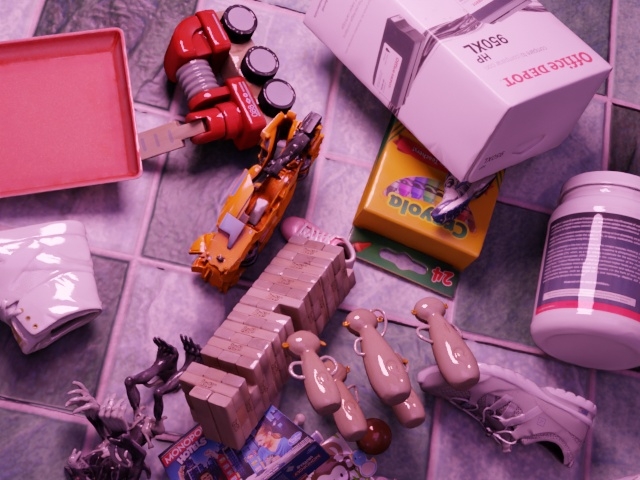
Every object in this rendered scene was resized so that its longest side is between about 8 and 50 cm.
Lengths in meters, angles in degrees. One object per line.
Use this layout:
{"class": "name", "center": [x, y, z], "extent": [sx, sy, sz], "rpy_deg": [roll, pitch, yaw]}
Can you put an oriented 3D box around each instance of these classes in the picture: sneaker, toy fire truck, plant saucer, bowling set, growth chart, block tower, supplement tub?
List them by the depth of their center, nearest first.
{"class": "sneaker", "center": [-0.453, 0.082, 1.326], "extent": [0.292, 0.108, 0.169], "rpy_deg": [-14, 71, -19]}
{"class": "block tower", "center": [-0.070, 0.128, 1.347], "extent": [0.090, 0.097, 0.335], "rpy_deg": [13, 45, 27]}
{"class": "bowling set", "center": [0.062, 0.202, 1.372], "extent": [0.286, 0.200, 0.154], "rpy_deg": [-3, 49, -27]}
{"class": "growth chart", "center": [0.011, 0.364, 1.378], "extent": [0.237, 0.021, 0.172], "rpy_deg": [40, 66, 3]}
{"class": "sneaker", "center": [0.276, 0.258, 1.434], "extent": [0.281, 0.105, 0.115], "rpy_deg": [18, 74, -3]}
{"class": "plant saucer", "center": [-0.412, -0.187, 1.453], "extent": [0.259, 0.048, 0.259], "rpy_deg": [-8, 72, -8]}
{"class": "sneaker", "center": [0.000, 0.000, 1.482], "extent": [0.134, 0.070, 0.051], "rpy_deg": [38, 67, 4]}
{"class": "sneaker", "center": [0.210, -0.076, 1.488], "extent": [0.058, 0.052, 0.135], "rpy_deg": [44, 59, 15]}
{"class": "toy fire truck", "center": [-0.199, -0.227, 1.494], "extent": [0.246, 0.158, 0.217], "rpy_deg": [-19, 76, -30]}
{"class": "supplement tub", "center": [0.442, 0.049, 1.501], "extent": [0.191, 0.191, 0.272], "rpy_deg": [18, 68, -6]}

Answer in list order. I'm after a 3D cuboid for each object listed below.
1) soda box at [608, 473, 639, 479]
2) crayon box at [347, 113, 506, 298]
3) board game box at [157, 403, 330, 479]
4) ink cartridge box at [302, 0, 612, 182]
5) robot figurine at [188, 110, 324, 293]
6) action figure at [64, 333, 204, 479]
{"class": "soda box", "center": [0.407, 0.387, 1.354], "extent": [0.069, 0.216, 0.074], "rpy_deg": [-31, 79, -21]}
{"class": "crayon box", "center": [0.184, -0.090, 1.553], "extent": [0.202, 0.081, 0.319], "rpy_deg": [22, 67, -5]}
{"class": "board game box", "center": [-0.118, 0.282, 1.326], "extent": [0.194, 0.060, 0.194], "rpy_deg": [-38, 47, -4]}
{"class": "ink cartridge box", "center": [0.214, -0.308, 1.513], "extent": [0.285, 0.166, 0.395], "rpy_deg": [-24, 63, -39]}
{"class": "robot figurine", "center": [-0.088, -0.068, 1.420], "extent": [0.085, 0.211, 0.291], "rpy_deg": [30, 73, 2]}
{"class": "action figure", "center": [-0.271, 0.245, 1.284], "extent": [0.276, 0.164, 0.141], "rpy_deg": [-55, 127, -29]}
